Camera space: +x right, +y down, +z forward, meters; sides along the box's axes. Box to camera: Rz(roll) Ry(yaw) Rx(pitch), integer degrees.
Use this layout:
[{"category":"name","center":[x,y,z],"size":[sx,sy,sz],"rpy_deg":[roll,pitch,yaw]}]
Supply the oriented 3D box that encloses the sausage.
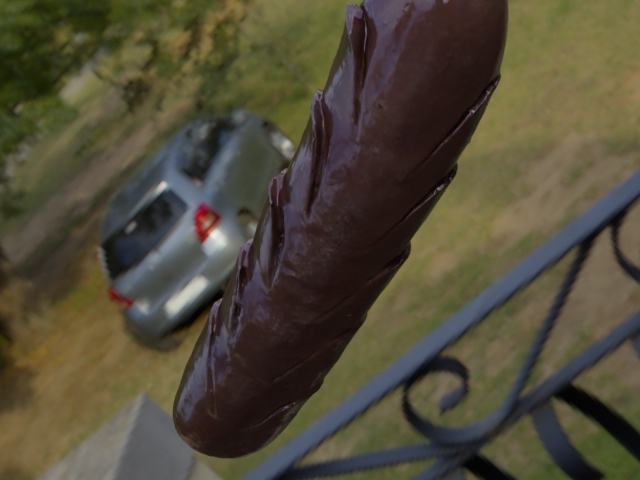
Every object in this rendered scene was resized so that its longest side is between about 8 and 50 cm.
[{"category":"sausage","center":[0.002,0.000,0.742],"size":[0.433,0.088,0.088],"rpy_deg":[-63,1,45]}]
